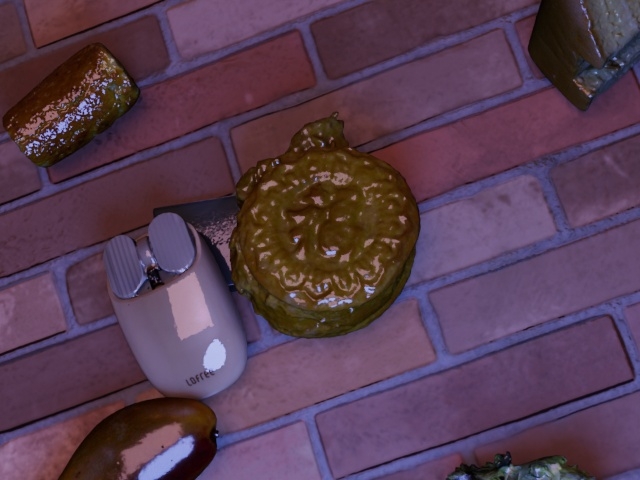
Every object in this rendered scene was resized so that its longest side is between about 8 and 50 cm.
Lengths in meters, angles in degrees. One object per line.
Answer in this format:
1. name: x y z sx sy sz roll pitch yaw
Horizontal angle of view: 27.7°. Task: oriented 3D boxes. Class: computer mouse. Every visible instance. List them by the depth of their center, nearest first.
1. computer mouse: -0.183 0.087 1.635 0.145 0.082 0.236 -24 81 8

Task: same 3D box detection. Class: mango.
1. mango: -0.241 0.284 1.594 0.267 0.111 0.133 -39 89 -1

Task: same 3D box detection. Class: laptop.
1. laptop: -0.128 0.006 1.688 0.180 0.016 0.129 -9 76 9

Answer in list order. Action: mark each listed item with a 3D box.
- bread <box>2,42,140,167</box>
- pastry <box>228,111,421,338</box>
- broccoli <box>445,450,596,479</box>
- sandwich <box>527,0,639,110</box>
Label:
1. bread: -0.328 -0.178 1.719 0.172 0.132 0.103 -37 96 -1
2. pastry: 0.000 0.000 1.607 0.240 0.132 0.235 -38 68 -12
3. broccoli: 0.203 0.341 1.463 0.226 0.176 0.197 4 65 -9
4. sandwich: 0.334 -0.277 1.552 0.122 0.235 0.128 -35 71 -11
